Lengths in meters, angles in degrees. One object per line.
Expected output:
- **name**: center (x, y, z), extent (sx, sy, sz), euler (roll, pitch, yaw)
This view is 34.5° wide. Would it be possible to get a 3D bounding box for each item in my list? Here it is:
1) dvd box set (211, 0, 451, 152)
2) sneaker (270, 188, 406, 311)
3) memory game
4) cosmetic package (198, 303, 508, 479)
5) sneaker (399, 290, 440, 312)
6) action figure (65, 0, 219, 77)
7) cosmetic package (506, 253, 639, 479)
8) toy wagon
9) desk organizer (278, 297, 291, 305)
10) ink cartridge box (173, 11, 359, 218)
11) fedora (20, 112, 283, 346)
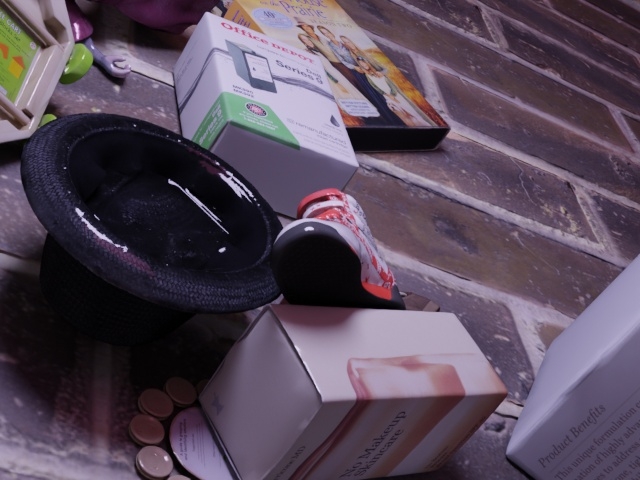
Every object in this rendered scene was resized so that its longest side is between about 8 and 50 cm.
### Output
- **dvd box set**: center (0.008, -0.319, 1.830), extent (0.308, 0.062, 0.420), euler (-5, 50, -48)
- **sneaker**: center (-0.001, 0.001, 1.103), extent (0.270, 0.090, 0.145), euler (39, 23, -59)
- **memory game**: center (-0.109, 0.212, 1.045), extent (0.186, 0.012, 0.186), euler (25, 33, -17)
- **cosmetic package**: center (0.042, 0.166, 1.104), extent (0.296, 0.153, 0.129), euler (5, 41, -43)
- **sneaker**: center (0.092, 0.117, 1.337), extent (0.071, 0.066, 0.188), euler (26, 23, 17)
- **action figure**: center (-0.298, -0.402, 1.471), extent (0.370, 0.248, 0.275), euler (-7, 50, -52)
- **cosmetic package**: center (0.518, 0.223, 1.329), extent (0.394, 0.329, 0.327), euler (39, 32, 5)
- **toy wagon**: center (-0.381, -0.272, 1.213), extent (0.267, 0.068, 0.344), euler (49, 43, -43)
- **desk organizer**: center (0.011, 0.074, 1.315), extent (0.050, 0.047, 0.130), euler (47, 33, 23)
- **ink cartridge box**: center (-0.087, -0.182, 1.494), extent (0.211, 0.121, 0.289), euler (17, 35, -28)
- **fedora**: center (-0.192, 0.007, 1.103), extent (0.334, 0.152, 0.334), euler (30, 25, -16)
